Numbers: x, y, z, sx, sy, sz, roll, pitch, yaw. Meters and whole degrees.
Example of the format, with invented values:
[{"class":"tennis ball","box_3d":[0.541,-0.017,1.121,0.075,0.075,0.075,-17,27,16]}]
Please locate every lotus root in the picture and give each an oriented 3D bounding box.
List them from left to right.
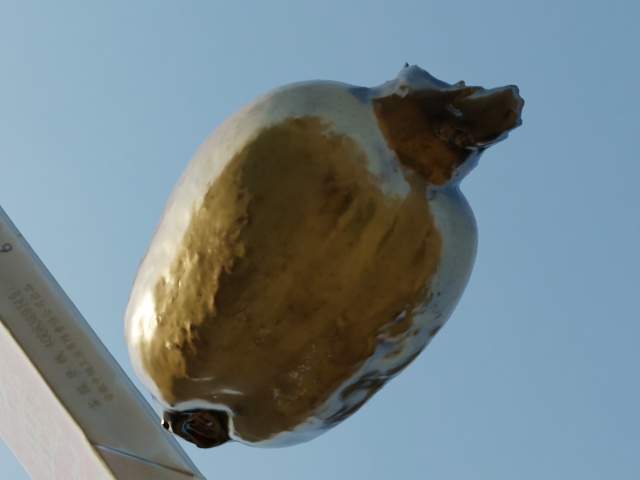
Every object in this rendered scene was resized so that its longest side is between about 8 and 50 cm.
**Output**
[{"class":"lotus root","box_3d":[0.000,0.000,0.836,0.125,0.118,0.221,22,-61,-30]}]

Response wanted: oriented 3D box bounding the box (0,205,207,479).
[{"class":"box","box_3d":[-0.180,0.092,1.267,0.365,0.051,0.204,50,-24,21]}]
